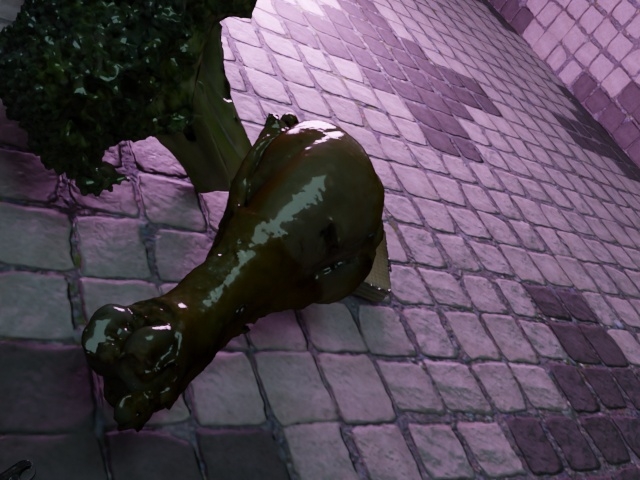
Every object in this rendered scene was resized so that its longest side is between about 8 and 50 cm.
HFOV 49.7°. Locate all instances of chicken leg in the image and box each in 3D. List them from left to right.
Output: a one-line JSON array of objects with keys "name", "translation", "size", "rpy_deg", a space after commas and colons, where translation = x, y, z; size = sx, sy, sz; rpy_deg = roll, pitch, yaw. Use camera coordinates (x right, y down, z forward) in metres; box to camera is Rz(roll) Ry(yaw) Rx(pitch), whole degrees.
[{"name": "chicken leg", "translation": [-0.068, 0.017, 0.670], "size": [0.429, 0.152, 0.201], "rpy_deg": [-45, 115, -43]}]

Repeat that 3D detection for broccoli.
[{"name": "broccoli", "translation": [-0.199, -0.206, 0.764], "size": [0.249, 0.302, 0.375], "rpy_deg": [18, 57, 9]}]

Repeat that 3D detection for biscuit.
[{"name": "biscuit", "translation": [0.000, 0.000, 0.876], "size": [0.199, 0.040, 0.121], "rpy_deg": [23, 39, -23]}]

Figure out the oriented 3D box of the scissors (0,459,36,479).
[{"name": "scissors", "translation": [-0.233, 0.183, 0.453], "size": [0.039, 0.012, 0.113], "rpy_deg": [42, 32, 7]}]
